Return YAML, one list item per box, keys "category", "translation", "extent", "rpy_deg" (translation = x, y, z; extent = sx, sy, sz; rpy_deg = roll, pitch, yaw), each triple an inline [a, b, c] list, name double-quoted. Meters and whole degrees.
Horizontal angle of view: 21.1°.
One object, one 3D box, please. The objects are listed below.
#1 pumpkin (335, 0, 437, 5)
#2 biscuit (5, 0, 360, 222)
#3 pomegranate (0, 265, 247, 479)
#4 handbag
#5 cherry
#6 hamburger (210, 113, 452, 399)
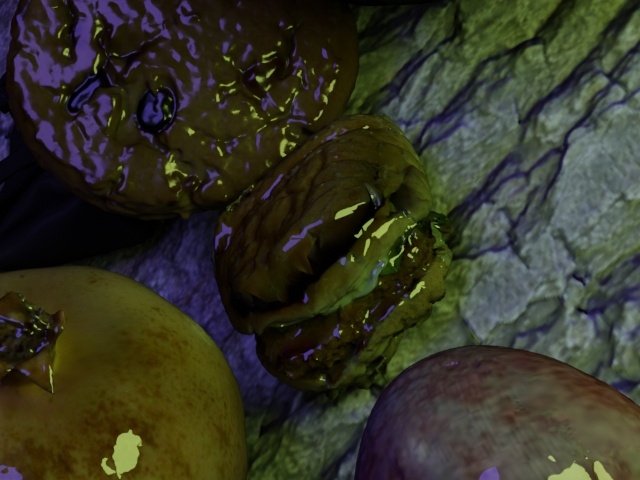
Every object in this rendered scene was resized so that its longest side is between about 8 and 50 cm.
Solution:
- category: "pumpkin"
  translation: [0.093, -0.374, 1.248]
  extent: [0.454, 0.344, 0.454]
  rpy_deg: [-27, 40, 25]
- category: "biscuit"
  translation: [-0.114, -0.153, 1.380]
  extent: [0.296, 0.075, 0.296]
  rpy_deg: [-2, 75, 7]
- category: "pomegranate"
  translation: [-0.189, 0.151, 1.192]
  extent: [0.319, 0.319, 0.319]
  rpy_deg: [-26, 47, 32]
- category: "handbag"
  translation: [-0.235, -0.105, 1.588]
  extent: [0.257, 0.113, 0.285]
  rpy_deg: [-24, 48, 42]
- category: "cherry"
  translation: [0.105, 0.154, 1.000]
  extent: [0.192, 0.175, 0.250]
  rpy_deg: [-59, 38, 17]
- category: "hamburger"
  translation: [0.000, 0.000, 1.254]
  extent: [0.183, 0.130, 0.206]
  rpy_deg: [-42, 38, 13]
